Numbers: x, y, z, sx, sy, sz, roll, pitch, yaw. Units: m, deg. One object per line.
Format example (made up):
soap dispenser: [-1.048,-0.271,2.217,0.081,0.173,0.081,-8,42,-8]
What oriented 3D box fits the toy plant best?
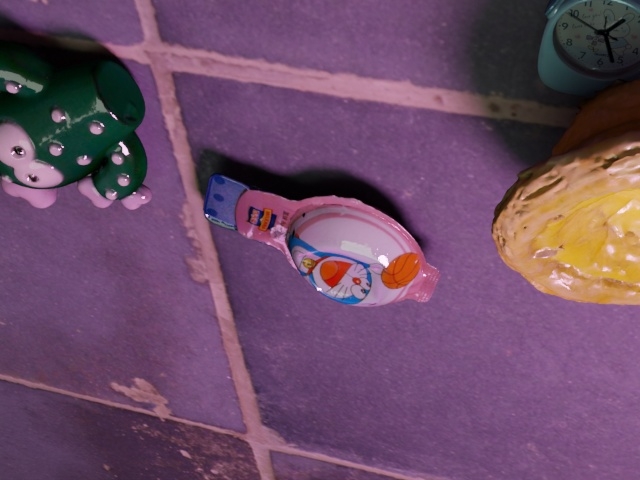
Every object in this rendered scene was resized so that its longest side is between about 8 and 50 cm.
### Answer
toy plant: [-0.306,-0.124,1.256,0.243,0.113,0.233,4,135,15]

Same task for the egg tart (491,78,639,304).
egg tart: [0.322,-0.044,0.983,0.345,0.133,0.345,2,153,1]

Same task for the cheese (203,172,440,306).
cheese: [0.000,0.000,1.285,0.285,0.074,0.189,23,142,2]

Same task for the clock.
clock: [0.244,-0.187,0.952,0.108,0.045,0.147,10,141,15]
